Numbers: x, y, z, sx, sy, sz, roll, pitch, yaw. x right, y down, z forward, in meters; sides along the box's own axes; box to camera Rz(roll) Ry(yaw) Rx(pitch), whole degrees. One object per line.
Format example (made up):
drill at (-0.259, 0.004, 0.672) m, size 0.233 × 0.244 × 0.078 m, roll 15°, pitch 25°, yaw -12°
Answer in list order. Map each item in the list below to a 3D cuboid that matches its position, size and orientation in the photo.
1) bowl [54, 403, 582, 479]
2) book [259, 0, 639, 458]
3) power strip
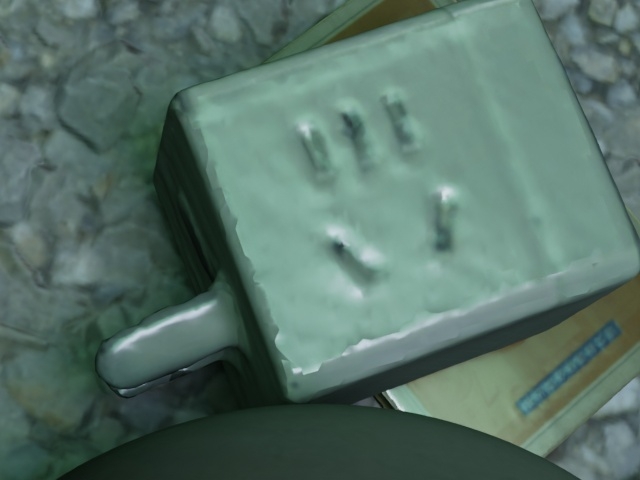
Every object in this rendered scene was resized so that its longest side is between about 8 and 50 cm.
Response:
bowl at (0.002, 0.193, 0.552) m, size 0.354 × 0.353 × 0.185 m, roll 16°, pitch 30°, yaw -7°
book at (0.062, -0.009, 0.737) m, size 0.170 × 0.018 × 0.241 m, roll -38°, pitch 86°, yaw -17°
power strip at (0.000, 0.000, 0.641) m, size 0.224 × 0.139 × 0.140 m, roll -19°, pitch 81°, yaw -14°
